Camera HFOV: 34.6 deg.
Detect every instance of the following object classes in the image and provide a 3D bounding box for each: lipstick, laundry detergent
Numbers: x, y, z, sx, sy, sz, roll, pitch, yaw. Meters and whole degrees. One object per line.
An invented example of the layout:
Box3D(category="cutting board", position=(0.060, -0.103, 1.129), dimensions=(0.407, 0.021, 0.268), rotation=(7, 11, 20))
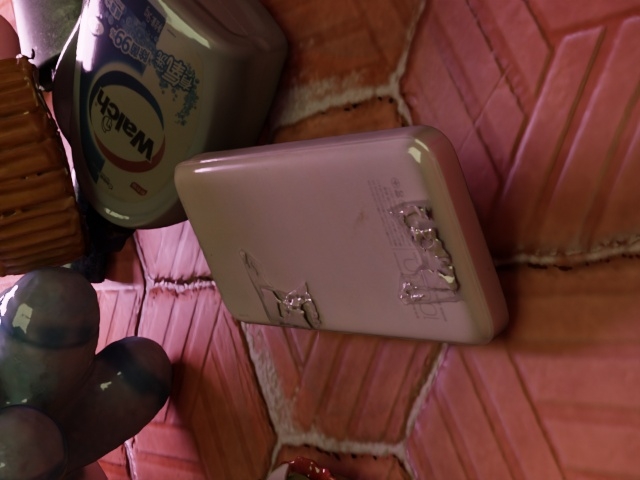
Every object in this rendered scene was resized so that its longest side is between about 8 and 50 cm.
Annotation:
Box3D(category="lipstick", position=(-0.236, -0.075, 1.054), dimensions=(0.053, 0.053, 0.234), rotation=(15, 100, 52))
Box3D(category="laundry detergent", position=(-0.155, -0.111, 0.889), dimensions=(0.215, 0.105, 0.280), rotation=(48, 130, 19))

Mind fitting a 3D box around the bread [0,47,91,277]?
Box3D(category="bread", position=(-0.280, -0.064, 0.923), dimensions=(0.199, 0.104, 0.199), rotation=(163, 90, -74))

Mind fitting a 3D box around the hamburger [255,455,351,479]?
Box3D(category="hamburger", position=(-0.036, 0.240, 0.720), dimensions=(0.175, 0.137, 0.175), rotation=(-9, 79, 53))

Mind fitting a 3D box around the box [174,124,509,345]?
Box3D(category="box", position=(0.000, 0.000, 0.711), dimensions=(0.285, 0.044, 0.142), rotation=(0, 118, 51))

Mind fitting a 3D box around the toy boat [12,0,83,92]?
Box3D(category="toy boat", position=(-0.240, -0.296, 1.009), dimensions=(0.141, 0.092, 0.320), rotation=(-16, 79, 19))

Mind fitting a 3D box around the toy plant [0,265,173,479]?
Box3D(category="toy plant", position=(-0.266, 0.171, 0.932), dimensions=(0.247, 0.247, 0.332), rotation=(47, 128, 42))

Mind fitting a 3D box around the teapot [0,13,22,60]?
Box3D(category="teapot", position=(-0.407, -0.202, 1.246), dimensions=(0.145, 0.092, 0.226), rotation=(-51, 53, 43))
